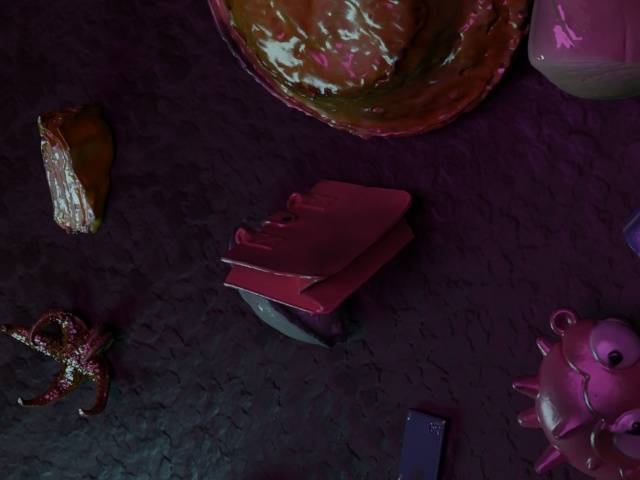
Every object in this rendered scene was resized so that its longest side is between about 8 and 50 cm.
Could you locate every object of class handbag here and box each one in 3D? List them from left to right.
[{"bbox_3d":[0.000,0.000,1.683,0.157,0.212,0.059,15,126,31],"label":"handbag"}]

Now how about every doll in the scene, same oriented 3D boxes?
[{"bbox_3d":[0.321,0.189,1.571,0.211,0.093,0.262,-19,95,20],"label":"doll"}]

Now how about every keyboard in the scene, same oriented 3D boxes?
[{"bbox_3d":[0.119,0.295,1.756,0.055,0.014,0.176,14,102,31],"label":"keyboard"}]

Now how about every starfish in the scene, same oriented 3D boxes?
[{"bbox_3d":[-0.366,0.168,2.008,0.189,0.074,0.146,18,103,29],"label":"starfish"}]

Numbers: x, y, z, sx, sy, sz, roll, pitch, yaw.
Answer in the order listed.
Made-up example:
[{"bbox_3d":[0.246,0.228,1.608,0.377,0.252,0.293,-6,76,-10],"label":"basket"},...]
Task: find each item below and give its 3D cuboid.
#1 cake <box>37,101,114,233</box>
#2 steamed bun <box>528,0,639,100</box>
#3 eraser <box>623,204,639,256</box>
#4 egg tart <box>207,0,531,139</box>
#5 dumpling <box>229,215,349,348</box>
[{"bbox_3d":[-0.337,-0.093,1.946,0.079,0.116,0.185,26,103,25],"label":"cake"},{"bbox_3d":[0.314,-0.230,1.456,0.152,0.238,0.170,1,88,30],"label":"steamed bun"},{"bbox_3d":[0.417,0.037,1.533,0.225,0.036,0.082,50,119,17],"label":"eraser"},{"bbox_3d":[0.022,-0.301,1.605,0.443,0.178,0.443,15,123,24],"label":"egg tart"},{"bbox_3d":[-0.047,0.043,1.765,0.105,0.149,0.217,-33,65,-10],"label":"dumpling"}]
